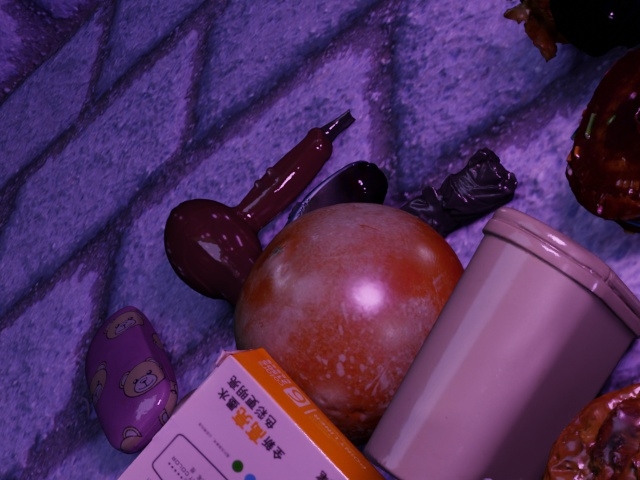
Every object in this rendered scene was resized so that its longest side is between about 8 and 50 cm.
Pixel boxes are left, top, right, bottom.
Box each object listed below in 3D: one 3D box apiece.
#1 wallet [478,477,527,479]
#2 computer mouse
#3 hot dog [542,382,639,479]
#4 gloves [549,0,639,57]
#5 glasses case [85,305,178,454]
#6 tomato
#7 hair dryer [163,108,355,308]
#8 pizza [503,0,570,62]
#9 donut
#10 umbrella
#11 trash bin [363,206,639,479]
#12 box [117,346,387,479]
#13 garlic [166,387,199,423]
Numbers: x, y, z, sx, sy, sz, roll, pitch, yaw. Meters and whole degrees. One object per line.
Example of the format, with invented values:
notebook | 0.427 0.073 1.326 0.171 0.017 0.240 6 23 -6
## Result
wallet | 0.140 0.307 1.148 0.141 0.059 0.202 -109 27 -60
computer mouse | 0.000 0.000 1.737 0.233 0.096 0.137 -61 -3 -25
hot dog | 0.255 0.208 1.139 0.160 0.099 0.227 -32 37 45
gloves | 0.367 -0.301 1.465 0.301 0.152 0.197 -51 -7 -18
glasses case | -0.274 0.195 2.013 0.123 0.076 0.316 -51 27 6
tomato | 0.024 0.079 1.518 0.270 0.222 0.270 -34 35 29
hair dryer | -0.048 -0.046 1.941 0.340 0.123 0.312 -46 37 -8
pizza | 0.308 -0.297 1.595 0.289 0.081 0.229 -28 -24 -31
donut | 0.348 -0.105 1.356 0.235 0.089 0.235 -39 30 28
umbrella | 0.130 -0.023 1.647 0.235 0.059 0.066 -38 72 35
trash bin | 0.166 0.121 1.242 0.121 0.243 0.247 30 86 31
box | -0.050 0.272 1.382 0.221 0.274 0.091 -51 -16 13
garlic | -0.111 0.263 1.669 0.143 0.112 0.318 -55 38 -8
